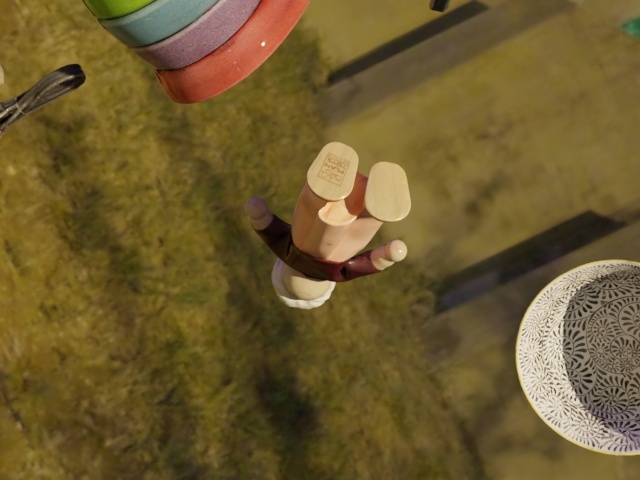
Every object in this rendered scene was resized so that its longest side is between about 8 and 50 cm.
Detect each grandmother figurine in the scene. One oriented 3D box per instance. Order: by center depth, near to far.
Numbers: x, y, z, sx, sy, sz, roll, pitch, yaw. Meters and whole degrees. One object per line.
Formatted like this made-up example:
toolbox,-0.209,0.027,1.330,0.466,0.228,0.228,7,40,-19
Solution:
grandmother figurine,0.000,0.000,1.256,0.208,0.104,0.342,28,-27,2

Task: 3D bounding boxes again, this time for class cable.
cable,-0.500,-0.192,1.606,0.139,0.287,0.072,69,1,-77

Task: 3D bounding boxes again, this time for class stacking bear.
stacking bear,-0.158,-0.272,0.842,0.289,0.175,0.164,50,36,-33

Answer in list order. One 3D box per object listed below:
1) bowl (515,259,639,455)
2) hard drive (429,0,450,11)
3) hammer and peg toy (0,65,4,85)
bowl,0.264,0.096,0.878,0.170,0.170,0.080,65,22,3
hard drive,0.144,-0.316,1.051,0.135,0.022,0.094,101,2,-74
hammer and peg toy,-0.644,-0.256,1.336,0.266,0.361,0.127,74,5,-59
